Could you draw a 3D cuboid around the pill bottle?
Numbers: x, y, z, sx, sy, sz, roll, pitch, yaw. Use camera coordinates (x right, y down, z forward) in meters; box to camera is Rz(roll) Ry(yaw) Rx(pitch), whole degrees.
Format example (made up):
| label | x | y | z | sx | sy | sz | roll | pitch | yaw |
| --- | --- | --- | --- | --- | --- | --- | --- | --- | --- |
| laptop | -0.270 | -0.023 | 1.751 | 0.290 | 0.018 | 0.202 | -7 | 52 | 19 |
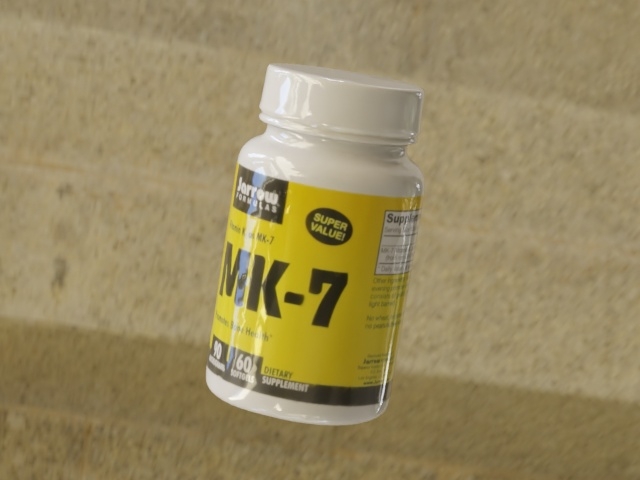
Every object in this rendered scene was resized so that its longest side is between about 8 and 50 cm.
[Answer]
| label | x | y | z | sx | sy | sz | roll | pitch | yaw |
| --- | --- | --- | --- | --- | --- | --- | --- | --- | --- |
| pill bottle | 0.000 | 0.000 | 1.163 | 0.119 | 0.119 | 0.208 | 7 | -81 | -8 |
